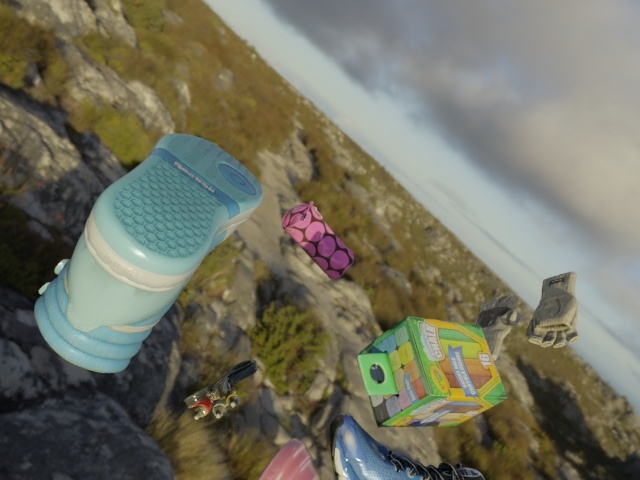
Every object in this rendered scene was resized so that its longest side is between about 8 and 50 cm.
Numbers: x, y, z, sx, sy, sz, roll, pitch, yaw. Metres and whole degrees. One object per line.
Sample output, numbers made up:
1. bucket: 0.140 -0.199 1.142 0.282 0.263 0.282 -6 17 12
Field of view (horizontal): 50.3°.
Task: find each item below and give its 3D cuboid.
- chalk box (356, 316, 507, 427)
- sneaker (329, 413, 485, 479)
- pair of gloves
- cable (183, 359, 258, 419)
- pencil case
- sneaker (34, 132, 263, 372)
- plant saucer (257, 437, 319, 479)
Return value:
1. chalk box: 0.155 0.206 1.058 0.213 0.132 0.132 10 52 -35
2. sneaker: 0.145 0.344 0.942 0.330 0.147 0.130 43 9 -11
3. pair of gloves: 0.412 0.166 1.388 0.042 0.240 0.204 54 33 -18
4. cable: -0.237 0.369 1.674 0.287 0.140 0.072 -23 96 -80
5. pencil case: 0.000 0.000 1.730 0.209 0.098 0.095 49 -5 -28
6. sneaker: -0.181 0.012 0.704 0.127 0.208 0.319 39 22 -2
7. plant saucer: -0.097 0.550 1.319 0.084 0.332 0.332 26 5 15
